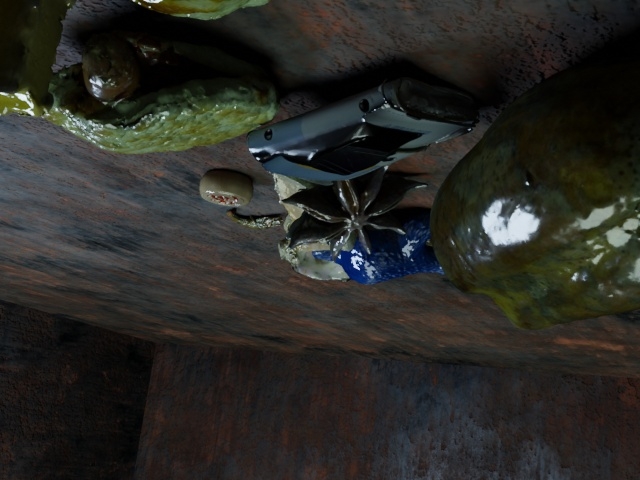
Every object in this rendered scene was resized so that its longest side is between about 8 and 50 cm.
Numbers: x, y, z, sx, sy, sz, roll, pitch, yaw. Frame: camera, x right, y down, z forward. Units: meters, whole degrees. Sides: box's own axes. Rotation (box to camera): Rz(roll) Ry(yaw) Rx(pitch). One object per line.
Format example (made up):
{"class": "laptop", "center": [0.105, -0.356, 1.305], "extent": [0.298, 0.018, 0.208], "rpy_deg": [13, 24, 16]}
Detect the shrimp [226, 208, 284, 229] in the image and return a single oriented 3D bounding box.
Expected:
{"class": "shrimp", "center": [-0.119, -0.038, 1.558], "extent": [0.114, 0.023, 0.083], "rpy_deg": [-1, 162, 45]}

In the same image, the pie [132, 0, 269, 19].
{"class": "pie", "center": [-0.136, -0.230, 0.631], "extent": [0.248, 0.090, 0.201], "rpy_deg": [23, 163, -38]}

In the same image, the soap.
{"class": "soap", "center": [-0.353, -0.193, 0.803], "extent": [0.233, 0.135, 0.076], "rpy_deg": [7, 167, 5]}

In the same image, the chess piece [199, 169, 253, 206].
{"class": "chess piece", "center": [-0.144, -0.080, 1.364], "extent": [0.083, 0.038, 0.084], "rpy_deg": [8, 168, 2]}

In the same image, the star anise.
{"class": "star anise", "center": [0.037, -0.049, 1.236], "extent": [0.204, 0.061, 0.180], "rpy_deg": [-38, 136, 20]}

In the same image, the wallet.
{"class": "wallet", "center": [0.050, -0.115, 0.996], "extent": [0.170, 0.070, 0.231], "rpy_deg": [8, 165, -44]}

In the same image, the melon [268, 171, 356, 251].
{"class": "melon", "center": [-0.010, -0.052, 1.305], "extent": [0.097, 0.054, 0.182], "rpy_deg": [-6, 139, 12]}

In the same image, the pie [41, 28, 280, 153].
{"class": "pie", "center": [-0.175, -0.146, 0.976], "extent": [0.257, 0.106, 0.274], "rpy_deg": [5, 171, -37]}

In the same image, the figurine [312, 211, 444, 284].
{"class": "figurine", "center": [0.117, 0.019, 1.450], "extent": [0.262, 0.121, 0.164], "rpy_deg": [6, 163, -1]}

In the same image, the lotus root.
{"class": "lotus root", "center": [0.265, -0.048, 0.859], "extent": [0.250, 0.251, 0.346], "rpy_deg": [11, 165, -14]}

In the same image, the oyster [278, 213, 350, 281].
{"class": "oyster", "center": [0.000, 0.000, 1.568], "extent": [0.163, 0.081, 0.191], "rpy_deg": [-14, 146, 12]}
